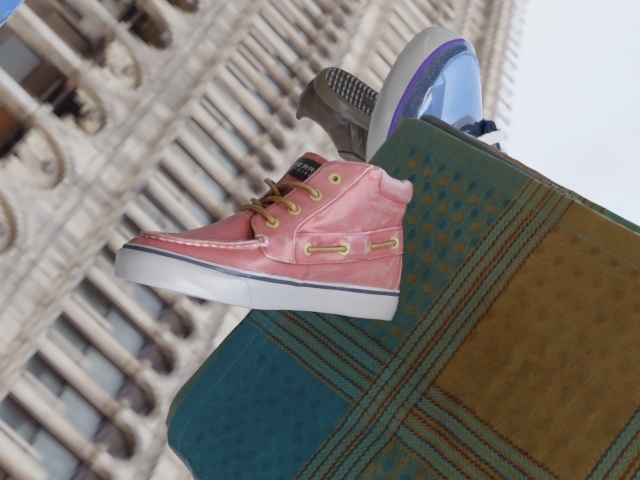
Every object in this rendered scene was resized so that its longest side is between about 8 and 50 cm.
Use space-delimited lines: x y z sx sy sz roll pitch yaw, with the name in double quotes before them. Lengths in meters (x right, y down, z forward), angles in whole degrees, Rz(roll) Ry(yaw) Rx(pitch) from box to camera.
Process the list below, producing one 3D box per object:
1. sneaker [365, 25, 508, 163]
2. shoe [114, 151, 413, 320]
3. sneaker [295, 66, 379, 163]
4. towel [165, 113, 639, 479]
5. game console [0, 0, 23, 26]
"sneaker" 0.157 -0.007 1.162 0.236 0.323 0.130 26 -153 36
"shoe" -0.023 -0.007 0.661 0.063 0.178 0.081 12 -88 47
"sneaker" 0.059 -0.104 1.358 0.071 0.188 0.066 -42 -167 44
"towel" 0.080 0.092 0.694 0.271 0.040 0.370 -50 -140 -4
"game console" -0.437 -0.299 1.330 0.293 0.250 0.173 -51 -168 -8
